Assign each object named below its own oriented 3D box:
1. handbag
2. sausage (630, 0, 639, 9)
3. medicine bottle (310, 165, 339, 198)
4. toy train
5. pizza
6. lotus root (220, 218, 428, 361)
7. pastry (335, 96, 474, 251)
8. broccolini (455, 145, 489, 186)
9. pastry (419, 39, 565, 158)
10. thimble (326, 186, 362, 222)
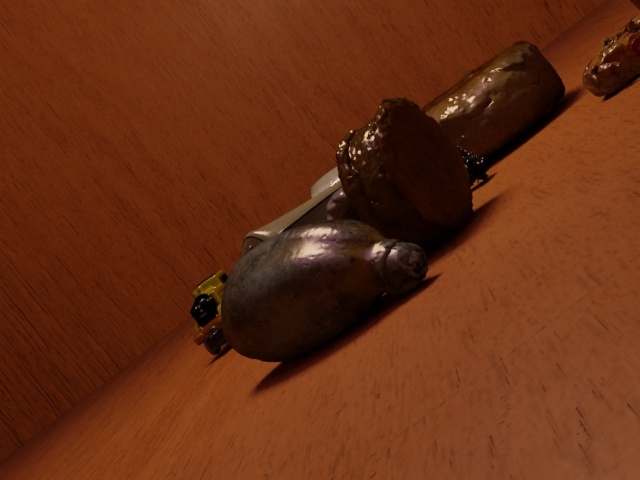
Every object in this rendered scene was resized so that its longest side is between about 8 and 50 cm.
[{"bbox_3d":[0.000,0.000,1.657,0.315,0.109,0.241,-41,-23,-41],"label":"handbag"},{"bbox_3d":[0.593,-0.430,1.840,0.089,0.089,0.179,-38,9,-2],"label":"sausage"},{"bbox_3d":[0.076,-0.072,1.850,0.143,0.147,0.147,-34,4,10],"label":"medicine bottle"},{"bbox_3d":[-0.189,0.131,2.008,0.089,0.127,0.219,-37,3,16],"label":"toy train"},{"bbox_3d":[0.467,-0.294,1.475,0.251,0.074,0.288,-42,3,-19],"label":"pizza"},{"bbox_3d":[-0.007,0.046,1.266,0.322,0.140,0.158,-30,8,48],"label":"lotus root"},{"bbox_3d":[0.105,-0.080,1.345,0.103,0.188,0.189,-33,5,32],"label":"pastry"},{"bbox_3d":[0.169,-0.063,1.620,0.058,0.074,0.201,13,-52,-45],"label":"broccolini"},{"bbox_3d":[0.265,-0.210,1.815,0.330,0.136,0.329,-37,5,4],"label":"pastry"},{"bbox_3d":[0.091,-0.045,1.514,0.118,0.127,0.151,-42,7,-39],"label":"thimble"}]
